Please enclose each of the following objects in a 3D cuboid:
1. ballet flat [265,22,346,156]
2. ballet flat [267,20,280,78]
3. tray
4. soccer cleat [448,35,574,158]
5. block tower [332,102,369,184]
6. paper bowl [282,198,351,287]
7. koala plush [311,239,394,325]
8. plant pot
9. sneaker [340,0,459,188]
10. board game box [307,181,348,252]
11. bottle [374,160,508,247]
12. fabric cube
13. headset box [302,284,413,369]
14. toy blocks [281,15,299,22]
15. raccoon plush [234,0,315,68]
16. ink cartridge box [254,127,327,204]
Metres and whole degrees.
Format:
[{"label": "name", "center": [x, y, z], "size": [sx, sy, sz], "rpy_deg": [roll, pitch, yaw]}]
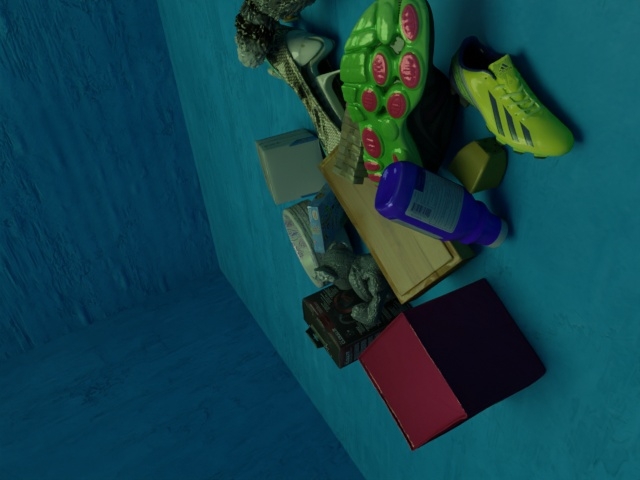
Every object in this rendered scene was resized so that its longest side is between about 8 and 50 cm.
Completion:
[{"label": "ballet flat", "center": [0.008, -0.414, 1.707], "size": [0.182, 0.164, 0.483], "rpy_deg": [-34, 85, 48]}, {"label": "ballet flat", "center": [-0.126, -0.530, 1.884], "size": [0.083, 0.087, 0.247], "rpy_deg": [43, 165, 48]}, {"label": "tray", "center": [0.170, -0.077, 1.549], "size": [0.203, 0.076, 0.411], "rpy_deg": [-43, 69, 36]}, {"label": "soccer cleat", "center": [0.324, -0.251, 1.124], "size": [0.289, 0.093, 0.121], "rpy_deg": [52, 154, 35]}, {"label": "block tower", "center": [0.117, -0.296, 1.430], "size": [0.091, 0.097, 0.335], "rpy_deg": [39, 122, 52]}, {"label": "paper bowl", "center": [0.000, 0.000, 2.109], "size": [0.284, 0.148, 0.284], "rpy_deg": [62, 169, 21]}, {"label": "koala plush", "center": [0.099, 0.088, 1.842], "size": [0.221, 0.196, 0.203], "rpy_deg": [21, 134, 19]}, {"label": "plant pot", "center": [0.316, -0.155, 1.276], "size": [0.081, 0.081, 0.083], "rpy_deg": [55, 146, 30]}, {"label": "sneaker", "center": [0.168, -0.288, 1.289], "size": [0.185, 0.202, 0.483], "rpy_deg": [24, 151, 24]}, {"label": "board game box", "center": [0.029, -0.088, 1.914], "size": [0.039, 0.211, 0.160], "rpy_deg": [9, 128, 24]}, {"label": "bottle", "center": [0.246, -0.060, 1.293], "size": [0.092, 0.283, 0.118], "rpy_deg": [-6, 66, 64]}, {"label": "fabric cube", "center": [0.292, 0.282, 1.481], "size": [0.259, 0.258, 0.254], "rpy_deg": [59, 145, 19]}, {"label": "headset box", "center": [0.098, 0.229, 1.935], "size": [0.218, 0.293, 0.110], "rpy_deg": [50, 154, 37]}, {"label": "toy blocks", "center": [-0.111, -0.689, 1.800], "size": [0.123, 0.054, 0.148], "rpy_deg": [40, 148, 50]}, {"label": "raccoon plush", "center": [-0.031, -0.551, 1.498], "size": [0.299, 0.216, 0.446], "rpy_deg": [49, 147, 32]}, {"label": "ink cartridge box", "center": [-0.091, -0.234, 2.008], "size": [0.232, 0.171, 0.168], "rpy_deg": [-122, 17, -69]}]
